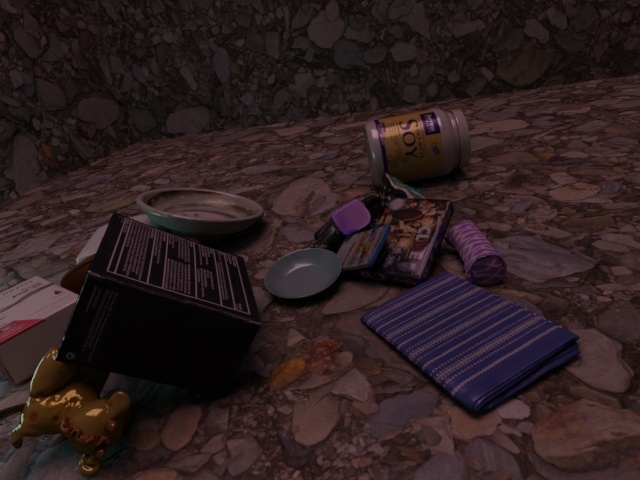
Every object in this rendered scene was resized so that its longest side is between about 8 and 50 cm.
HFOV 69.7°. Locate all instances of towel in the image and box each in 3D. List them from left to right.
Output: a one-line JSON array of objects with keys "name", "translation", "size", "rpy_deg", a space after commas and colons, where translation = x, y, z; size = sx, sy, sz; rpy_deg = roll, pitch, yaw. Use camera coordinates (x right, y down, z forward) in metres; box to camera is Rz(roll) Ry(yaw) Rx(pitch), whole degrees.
[{"name": "towel", "translation": [0.260, 0.170, 0.859], "size": [0.243, 0.040, 0.336], "rpy_deg": [-23, 25, -19]}]

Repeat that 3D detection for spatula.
[{"name": "spatula", "translation": [0.000, 0.000, 1.216], "size": [0.297, 0.030, 0.084], "rpy_deg": [-37, 67, 5]}]

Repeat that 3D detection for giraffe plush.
[{"name": "giraffe plush", "translation": [-0.398, 0.285, 0.777], "size": [0.171, 0.181, 0.210], "rpy_deg": [19, 23, 14]}]

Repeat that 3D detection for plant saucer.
[{"name": "plant saucer", "translation": [-0.388, -0.080, 1.501], "size": [0.401, 0.100, 0.400], "rpy_deg": [8, 18, -3]}, {"name": "plant saucer", "translation": [-0.040, 0.089, 1.131], "size": [0.195, 0.037, 0.194], "rpy_deg": [-10, 34, 7]}]

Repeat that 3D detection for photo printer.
[{"name": "photo printer", "translation": [-0.617, 0.008, 1.491], "size": [0.256, 0.107, 0.307], "rpy_deg": [-14, 25, -4]}]

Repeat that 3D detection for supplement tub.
[{"name": "supplement tub", "translation": [0.334, -0.330, 1.625], "size": [0.332, 0.240, 0.241], "rpy_deg": [-11, 25, 4]}]

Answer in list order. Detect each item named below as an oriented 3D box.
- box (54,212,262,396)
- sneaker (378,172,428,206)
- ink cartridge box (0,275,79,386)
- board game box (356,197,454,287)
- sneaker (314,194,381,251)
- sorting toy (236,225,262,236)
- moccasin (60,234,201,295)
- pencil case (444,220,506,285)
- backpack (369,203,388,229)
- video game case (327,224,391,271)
[{"name": "box", "translation": [-0.298, 0.117, 0.888], "size": [0.294, 0.182, 0.296], "rpy_deg": [21, 15, -22]}, {"name": "sneaker", "translation": [0.260, -0.136, 1.453], "size": [0.110, 0.106, 0.275], "rpy_deg": [1, 26, -19]}, {"name": "ink cartridge box", "translation": [-0.707, 0.204, 1.106], "size": [0.283, 0.117, 0.207], "rpy_deg": [10, 33, 38]}, {"name": "board game box", "translation": [0.209, -0.003, 1.120], "size": [0.165, 0.042, 0.243], "rpy_deg": [6, 53, 34]}, {"name": "sneaker", "translation": [0.086, -0.062, 1.338], "size": [0.106, 0.101, 0.267], "rpy_deg": [6, 30, 38]}, {"name": "sorting toy", "translation": [-0.234, -0.032, 1.518], "size": [0.084, 0.012, 0.062], "rpy_deg": [-13, 20, 6]}, {"name": "moccasin", "translation": [-0.509, 0.086, 1.269], "size": [0.381, 0.139, 0.147], "rpy_deg": [-10, 15, -18]}, {"name": "pencil case", "translation": [0.353, 0.028, 1.057], "size": [0.088, 0.086, 0.206], "rpy_deg": [-31, 20, 15]}, {"name": "backpack", "translation": [0.186, -0.044, 1.271], "size": [0.105, 0.084, 0.114], "rpy_deg": [-4, 29, 14]}, {"name": "video game case", "translation": [0.093, 0.024, 1.128], "size": [0.166, 0.015, 0.119], "rpy_deg": [-17, 37, 55]}]
